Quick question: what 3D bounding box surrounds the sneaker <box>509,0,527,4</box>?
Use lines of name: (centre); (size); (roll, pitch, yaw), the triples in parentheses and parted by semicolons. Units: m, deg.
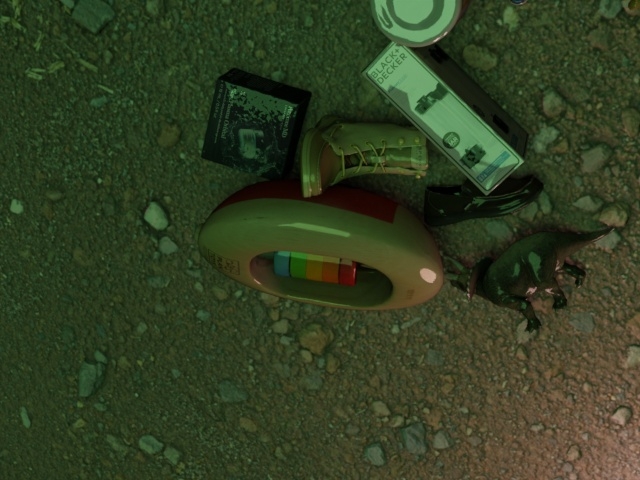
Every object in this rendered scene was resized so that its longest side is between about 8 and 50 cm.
sneaker: (0.329, -0.444, 1.572); (0.052, 0.058, 0.135); (8, 112, 12)

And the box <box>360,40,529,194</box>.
box: (0.212, -0.225, 1.629); (0.290, 0.169, 0.087); (44, 115, -3)

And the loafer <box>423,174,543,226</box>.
loafer: (0.278, -0.082, 1.714); (0.220, 0.080, 0.078); (-14, 107, 20)

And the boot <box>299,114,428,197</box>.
boot: (0.079, -0.139, 1.649); (0.203, 0.262, 0.095); (7, 114, 11)

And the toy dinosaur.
toy dinosaur: (0.368, 0.055, 1.725); (0.313, 0.121, 0.160); (-31, 114, 28)

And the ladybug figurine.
ladybug figurine: (0.000, 0.000, 1.740); (0.449, 0.162, 0.305); (10, 152, 2)

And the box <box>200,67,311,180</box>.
box: (-0.117, -0.208, 1.767); (0.158, 0.093, 0.156); (18, 114, 7)

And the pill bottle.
pill bottle: (0.166, -0.390, 1.533); (0.136, 0.246, 0.136); (5, 112, 13)

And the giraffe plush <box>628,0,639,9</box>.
giraffe plush: (0.509, -0.438, 1.482); (0.210, 0.181, 0.170); (0, 133, 4)
